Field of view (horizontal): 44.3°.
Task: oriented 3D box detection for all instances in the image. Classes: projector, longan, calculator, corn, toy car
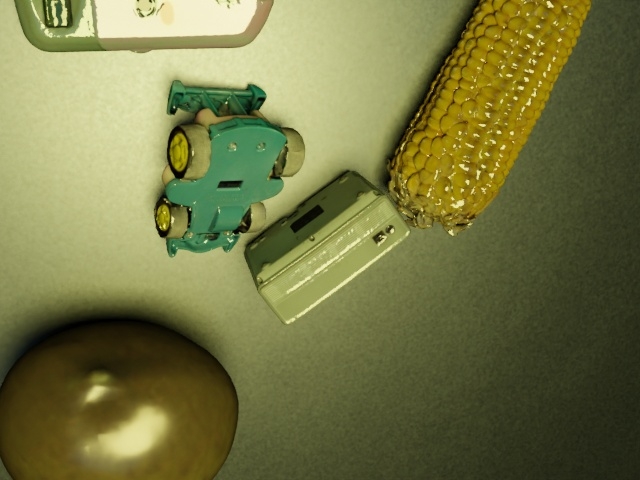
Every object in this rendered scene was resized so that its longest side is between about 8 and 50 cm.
[{"bbox_3d":[0.000,0.000,0.764,0.147,0.115,0.061,-36,109,0],"label":"projector"},{"bbox_3d":[-0.189,0.170,0.736,0.220,0.196,0.196,2,107,-23],"label":"longan"},{"bbox_3d":[-0.159,-0.237,0.689,0.246,0.045,0.141,-3,108,-12],"label":"calculator"},{"bbox_3d":[0.170,-0.149,0.764,0.115,0.115,0.318,24,100,-19],"label":"corn"},{"bbox_3d":[-0.101,-0.068,0.747,0.126,0.098,0.161,-5,141,-35],"label":"toy car"}]
